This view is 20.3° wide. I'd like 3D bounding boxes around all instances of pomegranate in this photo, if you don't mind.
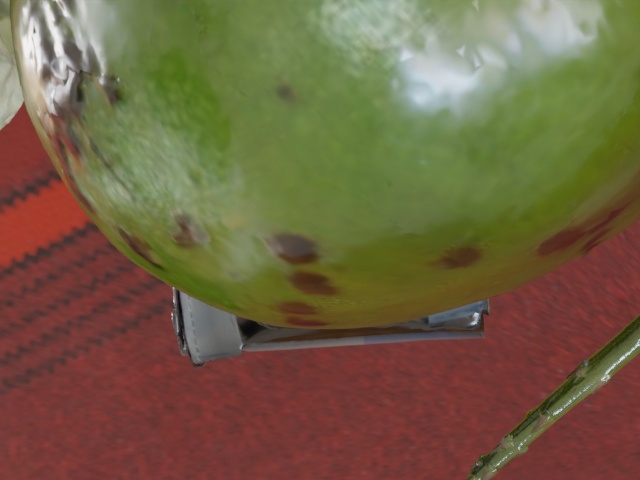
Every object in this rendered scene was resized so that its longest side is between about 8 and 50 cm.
[{"bbox_3d":[0.003,-0.094,0.455,0.211,0.211,0.263,-35,115,9],"label":"pomegranate"}]

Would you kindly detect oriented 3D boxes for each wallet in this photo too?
[{"bbox_3d":[0.000,0.000,1.257,0.231,0.069,0.170,-5,97,7],"label":"wallet"}]

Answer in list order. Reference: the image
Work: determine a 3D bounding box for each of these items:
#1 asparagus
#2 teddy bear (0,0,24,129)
[{"bbox_3d":[0.157,0.111,1.183,0.248,0.025,0.024,-44,82,11],"label":"asparagus"},{"bbox_3d":[-0.311,-0.273,0.988,0.327,0.362,0.375,-42,43,-16],"label":"teddy bear"}]
